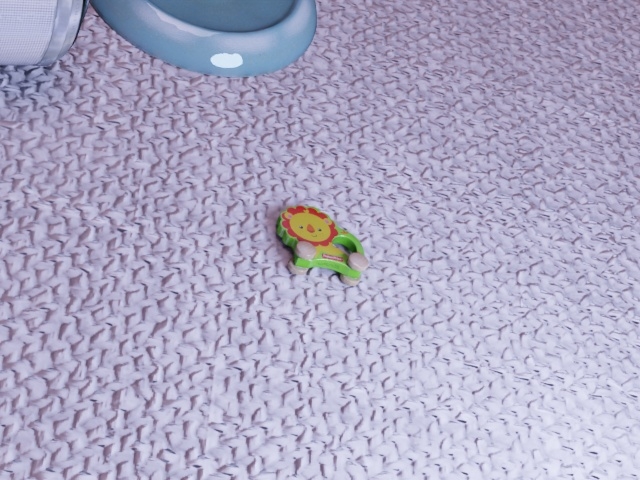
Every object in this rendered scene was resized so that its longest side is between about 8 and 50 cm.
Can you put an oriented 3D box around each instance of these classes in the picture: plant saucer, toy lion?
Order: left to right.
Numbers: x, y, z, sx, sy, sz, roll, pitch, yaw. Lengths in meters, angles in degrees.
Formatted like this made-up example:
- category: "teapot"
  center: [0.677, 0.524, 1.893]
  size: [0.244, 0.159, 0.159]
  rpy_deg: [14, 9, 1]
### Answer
- category: "plant saucer"
  center: [-0.148, -0.336, 1.747]
  size: [0.317, 0.044, 0.318]
  rpy_deg: [13, 47, -14]
- category: "toy lion"
  center: [0.000, 0.000, 1.537]
  size: [0.100, 0.034, 0.096]
  rpy_deg: [13, 40, -15]

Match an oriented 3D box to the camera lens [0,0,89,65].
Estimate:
- category: "camera lens"
  center: [-0.397, -0.298, 1.472]
  size: [0.274, 0.219, 0.219]
  rpy_deg: [-3, 53, -27]
